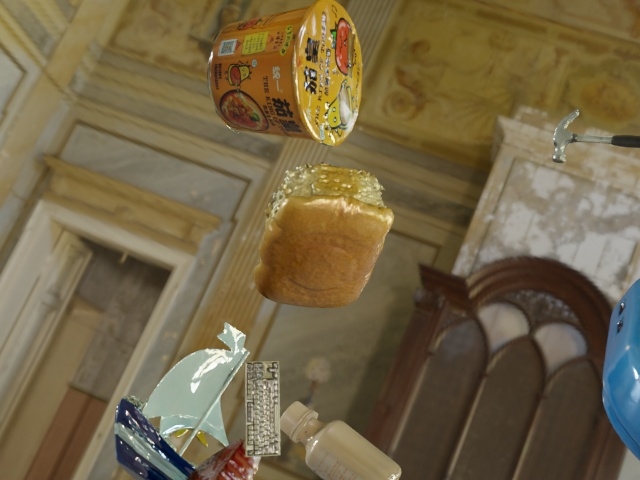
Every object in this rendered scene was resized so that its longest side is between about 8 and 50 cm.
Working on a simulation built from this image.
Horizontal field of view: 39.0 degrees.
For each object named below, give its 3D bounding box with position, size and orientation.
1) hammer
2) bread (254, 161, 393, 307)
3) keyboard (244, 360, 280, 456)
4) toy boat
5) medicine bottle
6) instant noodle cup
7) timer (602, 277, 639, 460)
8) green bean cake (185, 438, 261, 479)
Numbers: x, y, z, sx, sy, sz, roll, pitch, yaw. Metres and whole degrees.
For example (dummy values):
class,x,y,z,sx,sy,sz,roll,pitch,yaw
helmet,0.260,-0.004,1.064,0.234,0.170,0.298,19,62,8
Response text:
class,x,y,z,sx,sy,sz,roll,pitch,yaw
hammer,0.562,-0.191,1.683,0.247,0.103,0.029,5,-7,22
bread,0.000,0.000,1.283,0.174,0.121,0.245,14,-43,-8
keyboard,-0.080,0.230,1.238,0.049,0.129,0.015,1,-7,-11
toy boat,-0.194,0.256,1.422,0.220,0.291,0.067,48,-29,-24
medicine bottle,0.030,0.415,1.768,0.252,0.114,0.114,36,-10,17
instant noodle cup,-0.055,-0.248,1.358,0.172,0.215,0.216,3,-22,28
timer,0.463,0.186,0.973,0.340,0.115,0.309,31,31,5
green bean cake,-0.154,0.357,1.285,0.056,0.135,0.135,47,-47,-8
